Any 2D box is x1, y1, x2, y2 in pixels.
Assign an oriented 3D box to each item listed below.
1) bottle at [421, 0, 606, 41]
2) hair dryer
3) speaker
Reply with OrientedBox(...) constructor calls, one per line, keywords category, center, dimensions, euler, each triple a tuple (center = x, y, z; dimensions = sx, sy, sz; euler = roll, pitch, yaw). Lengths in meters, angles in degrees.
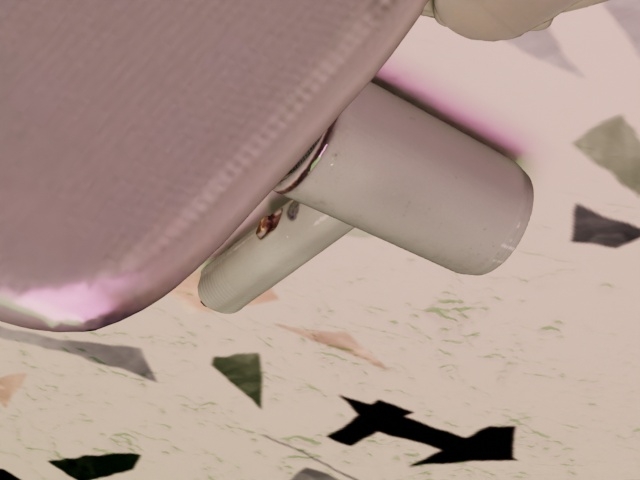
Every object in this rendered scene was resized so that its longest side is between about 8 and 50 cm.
OrientedBox(category="bottle", center=(0.067, -0.202, 0.439), dimensions=(0.229, 0.229, 0.352), euler=(3, 143, 9))
OrientedBox(category="hair dryer", center=(0.000, 0.000, 0.843), dimensions=(0.131, 0.073, 0.236), euler=(26, 143, -22))
OrientedBox(category="speaker", center=(-0.163, -0.150, 0.456), dimensions=(0.406, 0.183, 0.184), euler=(42, 171, -1))
